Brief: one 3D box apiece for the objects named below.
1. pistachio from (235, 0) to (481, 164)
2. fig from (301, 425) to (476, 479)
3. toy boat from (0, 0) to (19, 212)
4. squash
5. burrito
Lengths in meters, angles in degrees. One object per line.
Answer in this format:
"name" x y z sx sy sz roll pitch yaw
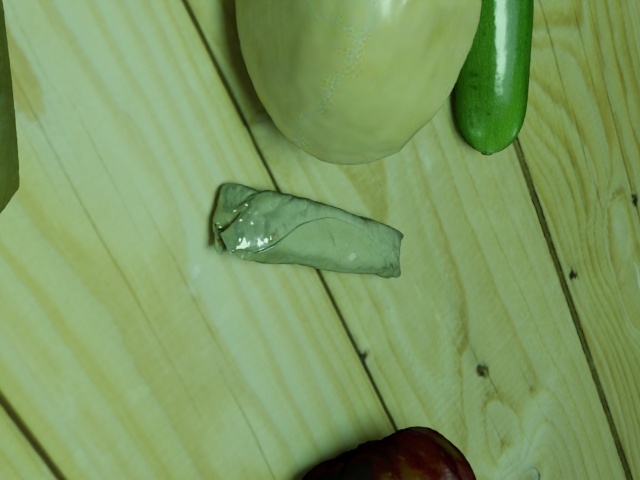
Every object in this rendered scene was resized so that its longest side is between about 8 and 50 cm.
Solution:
"pistachio" 0.037 -0.237 1.006 0.238 0.229 0.321 4 106 0
"fig" 0.073 0.340 1.173 0.224 0.224 0.263 7 99 -42
"toy boat" -0.310 -0.152 0.807 0.121 0.089 0.321 -12 109 -33
"squash" 0.204 -0.288 1.218 0.101 0.101 0.379 -13 107 -39
"burrito" 0.000 0.000 1.129 0.275 0.059 0.082 14 76 -42
